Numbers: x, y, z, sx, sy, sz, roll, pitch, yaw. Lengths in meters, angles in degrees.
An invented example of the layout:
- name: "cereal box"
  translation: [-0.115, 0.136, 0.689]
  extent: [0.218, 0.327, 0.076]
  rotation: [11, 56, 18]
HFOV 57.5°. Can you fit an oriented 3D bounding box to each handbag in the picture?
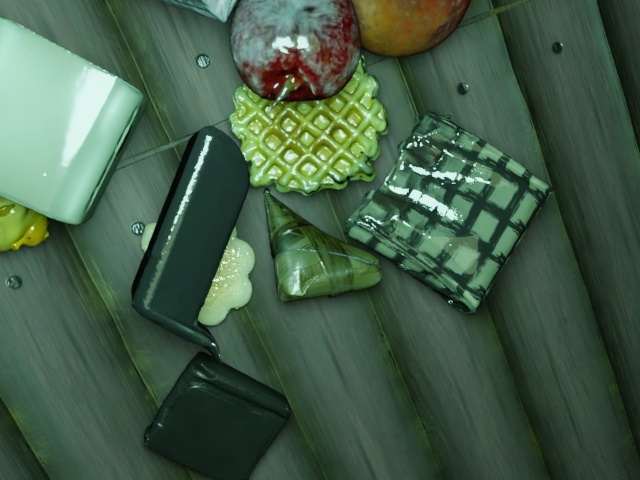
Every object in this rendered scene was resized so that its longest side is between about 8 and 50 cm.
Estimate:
- name: "handbag"
  translation: [0.267, -0.064, 1.224]
  extent: [0.327, 0.162, 0.325]
  rotation: [34, 85, -7]
- name: "handbag"
  translation: [-0.209, 0.371, 1.203]
  extent: [0.246, 0.080, 0.223]
  rotation: [33, 96, -17]

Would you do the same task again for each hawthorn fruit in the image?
- name: "hawthorn fruit"
  translation: [0.171, -0.495, 1.072]
  extent: [0.276, 0.307, 0.276]
  rotation: [2, 84, -15]

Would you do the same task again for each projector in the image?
- name: "projector"
  translation: [-0.460, -0.193, 0.981]
  extent: [0.248, 0.248, 0.249]
  rotation: [27, 90, -15]

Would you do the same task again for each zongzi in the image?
- name: "zongzi"
  translation: [0.000, 0.000, 1.204]
  extent: [0.220, 0.112, 0.242]
  rotation: [-5, 71, -24]

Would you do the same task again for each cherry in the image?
- name: "cherry"
  translation: [-0.041, -0.368, 1.032]
  extent: [0.230, 0.203, 0.300]
  rotation: [3, 79, 6]

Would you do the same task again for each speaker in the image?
- name: "speaker"
  translation: [-0.211, 0.005, 1.070]
  extent: [0.184, 0.180, 0.388]
  rotation: [21, 89, -19]

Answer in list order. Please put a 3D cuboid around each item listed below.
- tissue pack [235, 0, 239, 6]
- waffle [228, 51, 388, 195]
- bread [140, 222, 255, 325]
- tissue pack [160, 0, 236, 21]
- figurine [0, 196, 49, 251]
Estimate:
- name: "tissue pack"
  translation: [-0.139, -0.575, 1.074]
  extent: [0.159, 0.125, 0.234]
  rotation: [34, 89, -12]
- name: "waffle"
  translation: [-0.022, -0.237, 1.166]
  extent: [0.317, 0.073, 0.297]
  rotation: [-6, 89, -5]
- name: "bread"
  translation: [-0.231, 0.039, 1.173]
  extent: [0.181, 0.039, 0.251]
  rotation: [-34, 102, -7]
- name: "tissue pack"
  translation: [-0.269, -0.553, 0.951]
  extent: [0.394, 0.124, 0.288]
  rotation: [25, 89, 20]
- name: "figurine"
  translation: [-0.598, -0.033, 1.012]
  extent: [0.246, 0.156, 0.131]
  rotation: [-12, 75, -48]
